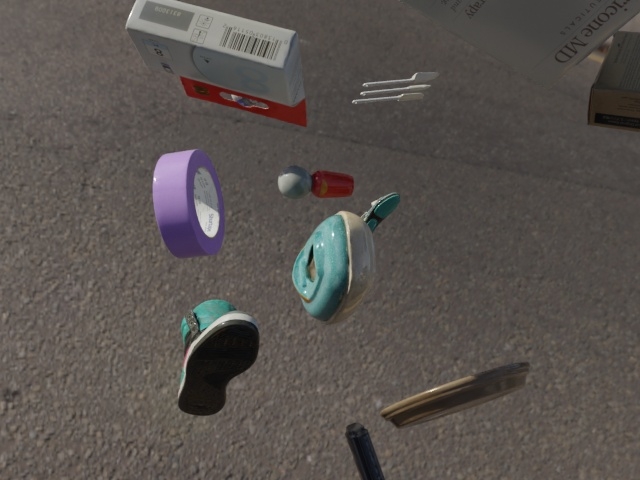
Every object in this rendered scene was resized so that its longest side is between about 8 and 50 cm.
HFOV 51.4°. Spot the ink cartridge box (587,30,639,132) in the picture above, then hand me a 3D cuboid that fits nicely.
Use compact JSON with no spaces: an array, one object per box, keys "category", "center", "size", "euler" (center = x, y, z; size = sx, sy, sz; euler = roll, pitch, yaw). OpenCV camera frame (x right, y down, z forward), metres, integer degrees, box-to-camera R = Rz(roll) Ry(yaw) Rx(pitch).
[{"category":"ink cartridge box","center":[0.626,-0.297,1.246],"size":[0.193,0.088,0.234],"euler":[14,48,26]}]

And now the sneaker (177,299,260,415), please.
[{"category":"sneaker","center":[-0.177,0.168,1.180],"size":[0.124,0.295,0.178],"euler":[14,46,-19]}]

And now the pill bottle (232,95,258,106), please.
[{"category":"pill bottle","center":[-0.159,-0.401,1.740],"size":[0.137,0.078,0.078],"euler":[-12,26,27]}]

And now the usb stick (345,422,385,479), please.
[{"category":"usb stick","center":[0.111,0.490,1.281],"size":[0.045,0.077,0.277],"euler":[-19,87,-8]}]

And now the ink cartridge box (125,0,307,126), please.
[{"category":"ink cartridge box","center":[-0.191,-0.325,1.368],"size":[0.308,0.385,0.091],"euler":[16,74,6]}]

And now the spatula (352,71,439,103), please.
[{"category":"spatula","center":[0.227,-0.464,2.035],"size":[0.242,0.168,0.019],"euler":[-7,80,-14]}]

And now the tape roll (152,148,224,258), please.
[{"category":"tape roll","center":[-0.332,-0.093,1.711],"size":[0.090,0.274,0.274],"euler":[-7,35,11]}]

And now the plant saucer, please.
[{"category":"plant saucer","center":[0.242,0.279,1.176],"size":[0.278,0.278,0.041],"euler":[-7,68,-29]}]

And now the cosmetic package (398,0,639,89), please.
[{"category":"cosmetic package","center":[0.375,-0.559,1.182],"size":[0.394,0.329,0.327],"euler":[27,58,-12]}]

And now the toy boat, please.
[{"category":"toy boat","center":[0.000,0.000,1.258],"size":[0.148,0.267,0.318],"euler":[2,61,-15]}]

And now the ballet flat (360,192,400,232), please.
[{"category":"ballet flat","center":[0.161,-0.081,2.004],"size":[0.070,0.188,0.070],"euler":[42,8,-7]}]
